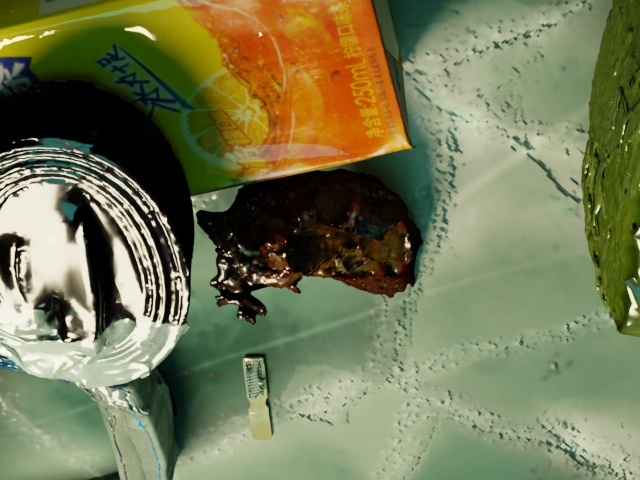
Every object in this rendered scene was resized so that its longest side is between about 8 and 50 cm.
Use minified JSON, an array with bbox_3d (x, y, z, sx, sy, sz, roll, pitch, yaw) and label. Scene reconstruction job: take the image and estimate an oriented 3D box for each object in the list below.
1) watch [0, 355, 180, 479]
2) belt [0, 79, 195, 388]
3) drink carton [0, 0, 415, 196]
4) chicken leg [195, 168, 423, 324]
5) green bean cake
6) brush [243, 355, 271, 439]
[{"bbox_3d":[-0.260,0.121,1.170,0.274,0.068,0.276,-10,124,13],"label":"watch"},{"bbox_3d":[-0.154,0.004,0.947,0.151,0.078,0.198,-9,127,5],"label":"belt"},{"bbox_3d":[-0.128,-0.105,0.981,0.351,0.111,0.155,-12,123,8],"label":"drink carton"},{"bbox_3d":[0.000,0.000,1.037,0.233,0.063,0.105,-6,130,-46],"label":"chicken leg"},{"bbox_3d":[0.235,-0.059,0.958,0.113,0.200,0.214,6,124,-3],"label":"green bean cake"},{"bbox_3d":[-0.049,0.126,1.195,0.016,0.013,0.084,-4,125,0],"label":"brush"}]
